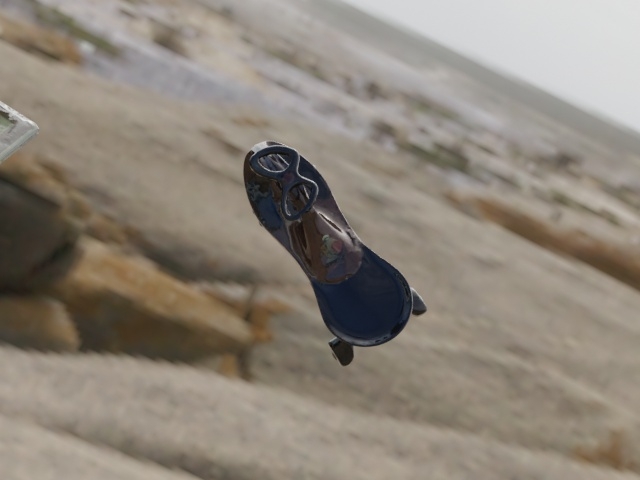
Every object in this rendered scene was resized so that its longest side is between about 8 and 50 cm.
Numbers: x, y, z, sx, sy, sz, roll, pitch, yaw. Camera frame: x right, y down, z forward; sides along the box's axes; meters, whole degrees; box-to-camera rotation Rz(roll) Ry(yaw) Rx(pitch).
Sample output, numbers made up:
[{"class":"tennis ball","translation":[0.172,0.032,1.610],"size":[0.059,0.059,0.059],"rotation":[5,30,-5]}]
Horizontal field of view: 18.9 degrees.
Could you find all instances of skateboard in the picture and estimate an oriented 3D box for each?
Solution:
[{"class":"skateboard","translation":[0.000,0.000,1.180],"size":[0.151,0.067,0.080],"rotation":[54,-5,9]}]

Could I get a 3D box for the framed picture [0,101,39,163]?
[{"class":"framed picture","translation":[-0.321,-0.067,1.292],"size":[0.173,0.010,0.231],"rotation":[32,40,11]}]
